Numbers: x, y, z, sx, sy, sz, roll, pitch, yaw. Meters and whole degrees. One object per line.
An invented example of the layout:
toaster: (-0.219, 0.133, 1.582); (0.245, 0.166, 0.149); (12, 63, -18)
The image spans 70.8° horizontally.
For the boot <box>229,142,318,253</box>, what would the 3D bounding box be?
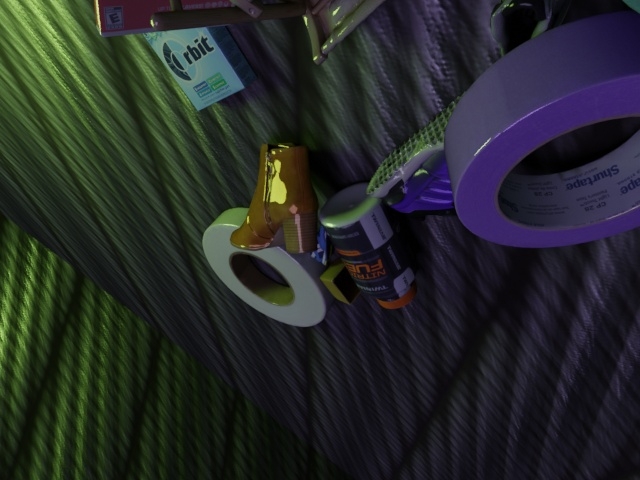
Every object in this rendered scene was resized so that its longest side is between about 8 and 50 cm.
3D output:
boot: (-0.103, -0.087, 0.912); (0.295, 0.104, 0.211); (2, 100, 52)

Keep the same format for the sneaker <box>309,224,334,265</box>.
sneaker: (0.000, 0.000, 1.000); (0.059, 0.053, 0.144); (28, 144, 14)

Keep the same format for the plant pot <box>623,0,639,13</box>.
plant pot: (0.303, -0.269, 0.246); (0.271, 0.272, 0.255); (26, 159, 14)

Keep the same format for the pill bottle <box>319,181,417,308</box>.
pill bottle: (0.106, 0.021, 0.864); (0.130, 0.130, 0.246); (0, 133, 41)

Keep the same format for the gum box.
gum box: (-0.221, -0.336, 0.794); (0.157, 0.041, 0.184); (-4, 129, 44)

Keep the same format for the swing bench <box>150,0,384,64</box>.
swing bench: (-0.032, -0.342, 0.483); (0.253, 0.254, 0.165); (-21, 80, 50)

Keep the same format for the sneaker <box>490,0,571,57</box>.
sneaker: (0.216, -0.269, 0.415); (0.086, 0.132, 0.229); (20, 143, 21)

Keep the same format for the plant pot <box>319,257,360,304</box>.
plant pot: (0.047, 0.089, 1.047); (0.083, 0.081, 0.081); (2, 135, 56)

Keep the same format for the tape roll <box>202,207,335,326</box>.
tape roll: (-0.139, 0.081, 1.202); (0.392, 0.072, 0.392); (24, 145, 18)

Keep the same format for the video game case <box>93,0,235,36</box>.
video game case: (-0.186, -0.390, 0.567); (0.025, 0.204, 0.285); (59, 150, 16)

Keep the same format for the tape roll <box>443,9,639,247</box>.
tape roll: (0.281, -0.098, 0.496); (0.274, 0.090, 0.275); (-1, 149, -1)

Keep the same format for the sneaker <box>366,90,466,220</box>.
sneaker: (0.206, -0.108, 0.663); (0.146, 0.102, 0.293); (37, 150, -14)
